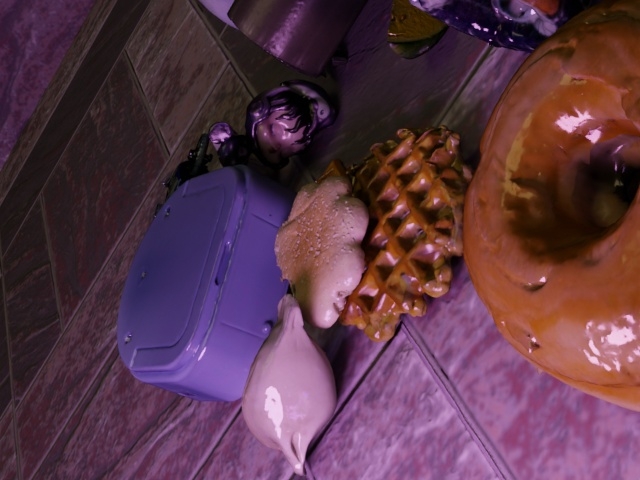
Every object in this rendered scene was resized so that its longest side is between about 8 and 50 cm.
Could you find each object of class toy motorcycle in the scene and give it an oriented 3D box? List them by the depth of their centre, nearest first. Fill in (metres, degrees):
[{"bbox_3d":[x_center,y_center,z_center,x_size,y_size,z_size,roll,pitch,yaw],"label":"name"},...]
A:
[{"bbox_3d":[-0.265,-0.052,2.090,0.169,0.113,0.316,-169,94,-78],"label":"toy motorcycle"}]

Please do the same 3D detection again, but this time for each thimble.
[{"bbox_3d":[0.233,-0.341,1.371,0.237,0.237,0.150,8,75,60],"label":"thimble"}]

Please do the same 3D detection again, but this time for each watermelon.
[{"bbox_3d":[0.159,-0.346,1.648,0.075,0.092,0.182,-21,41,34],"label":"watermelon"}]

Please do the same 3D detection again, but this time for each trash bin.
[{"bbox_3d":[-0.007,-0.452,1.818,0.302,0.252,0.203,-57,28,19],"label":"trash bin"}]

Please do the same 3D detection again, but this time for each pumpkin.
[{"bbox_3d":[0.015,-0.086,1.735,0.073,0.035,0.101,-53,29,15],"label":"pumpkin"}]

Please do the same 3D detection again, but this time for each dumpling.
[{"bbox_3d":[-0.051,0.195,1.518,0.179,0.131,0.252,-144,48,-77],"label":"dumpling"}]

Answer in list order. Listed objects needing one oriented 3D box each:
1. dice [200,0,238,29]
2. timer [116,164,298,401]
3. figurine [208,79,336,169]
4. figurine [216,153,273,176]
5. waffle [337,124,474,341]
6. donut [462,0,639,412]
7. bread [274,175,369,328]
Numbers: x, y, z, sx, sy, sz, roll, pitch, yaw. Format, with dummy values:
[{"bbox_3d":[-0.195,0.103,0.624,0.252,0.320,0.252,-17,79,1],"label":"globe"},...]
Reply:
[{"bbox_3d":[-0.095,-0.562,2.040,0.264,0.268,0.263,-42,36,34],"label":"dice"},{"bbox_3d":[-0.188,0.078,1.796,0.395,0.173,0.395,-37,41,40],"label":"timer"},{"bbox_3d":[-0.081,-0.194,1.852,0.222,0.145,0.145,-24,32,-6],"label":"figurine"},{"bbox_3d":[-0.155,-0.092,1.964,0.178,0.109,0.130,-40,49,48],"label":"figurine"},{"bbox_3d":[0.097,-0.014,1.512,0.302,0.068,0.325,-17,52,53],"label":"waffle"},{"bbox_3d":[0.309,-0.047,1.045,0.449,0.198,0.449,-36,45,48],"label":"donut"},{"bbox_3d":[0.000,0.000,1.547,0.182,0.039,0.251,-61,30,23],"label":"bread"}]
